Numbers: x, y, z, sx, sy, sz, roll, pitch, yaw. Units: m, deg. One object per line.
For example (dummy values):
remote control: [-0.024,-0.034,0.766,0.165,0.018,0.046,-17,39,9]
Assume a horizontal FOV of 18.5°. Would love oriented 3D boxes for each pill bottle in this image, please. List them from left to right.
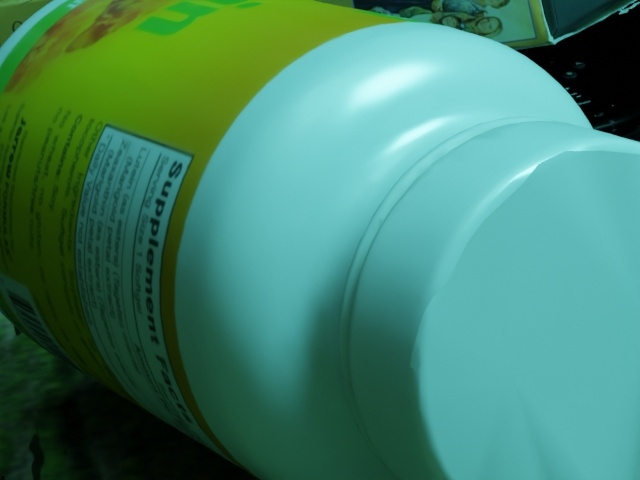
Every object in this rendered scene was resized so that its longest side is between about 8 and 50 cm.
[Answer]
pill bottle: [0.000,0.000,0.571,0.136,0.136,0.246,-19,21,-28]

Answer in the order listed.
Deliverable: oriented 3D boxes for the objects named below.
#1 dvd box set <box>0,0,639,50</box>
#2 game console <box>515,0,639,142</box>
dvd box set: [-0.015,-0.136,1.011,0.420,0.062,0.308,-5,16,32]
game console: [0.118,-0.062,0.842,0.361,0.044,0.213,-16,20,-18]
